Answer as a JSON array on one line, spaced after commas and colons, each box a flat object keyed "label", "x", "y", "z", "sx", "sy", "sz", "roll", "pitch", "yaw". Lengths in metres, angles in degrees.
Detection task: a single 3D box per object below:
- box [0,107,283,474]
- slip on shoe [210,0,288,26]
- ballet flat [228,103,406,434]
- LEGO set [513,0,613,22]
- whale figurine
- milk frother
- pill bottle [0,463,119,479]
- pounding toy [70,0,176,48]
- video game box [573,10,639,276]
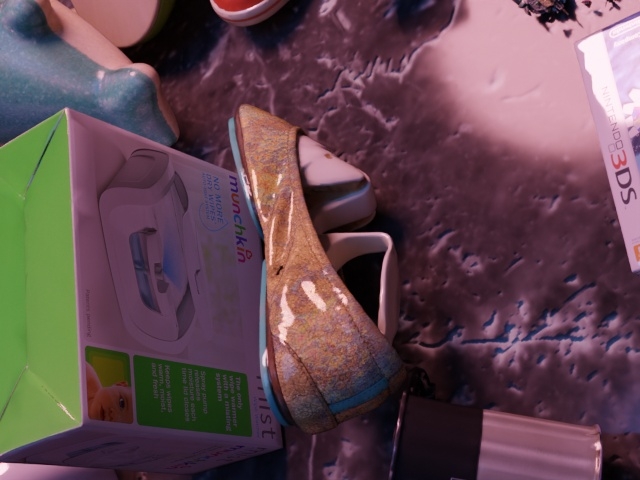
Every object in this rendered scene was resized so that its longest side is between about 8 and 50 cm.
[{"label": "box", "x": -0.162, "y": 0.057, "z": 0.904, "sx": 0.127, "sy": 0.231, "sz": 0.262, "roll": -23, "pitch": 63, "yaw": 33}, {"label": "slip on shoe", "x": -0.036, "y": -0.368, "z": 1.013, "sx": 0.123, "sy": 0.101, "sz": 0.331, "roll": 26, "pitch": 96, "yaw": 39}, {"label": "ballet flat", "x": 0.000, "y": 0.000, "z": 0.855, "sx": 0.123, "sy": 0.123, "sz": 0.348, "roll": -39, "pitch": 38, "yaw": 24}, {"label": "LEGO set", "x": 0.191, "y": -0.193, "z": 0.831, "sx": 0.083, "sy": 0.023, "sz": 0.054, "roll": 19, "pitch": 92, "yaw": 28}, {"label": "whale figurine", "x": -0.275, "y": -0.154, "z": 1.074, "sx": 0.272, "sy": 0.216, "sz": 0.141, "roll": 25, "pitch": 61, "yaw": 25}, {"label": "milk frother", "x": 0.119, "y": 0.146, "z": 0.744, "sx": 0.135, "sy": 0.129, "sz": 0.143, "roll": 9, "pitch": 48, "yaw": 7}, {"label": "pill bottle", "x": -0.337, "y": 0.175, "z": 1.046, "sx": 0.181, "sy": 0.181, "sz": 0.323, "roll": -52, "pitch": 51, "yaw": 15}, {"label": "pounding toy", "x": -0.188, "y": -0.282, "z": 1.130, "sx": 0.183, "sy": 0.110, "sz": 0.237, "roll": 42, "pitch": 134, "yaw": 28}, {"label": "video game box", "x": 0.286, "y": -0.090, "z": 0.704, "sx": 0.205, "sy": 0.048, "sz": 0.187, "roll": -24, "pitch": 65, "yaw": 33}]
